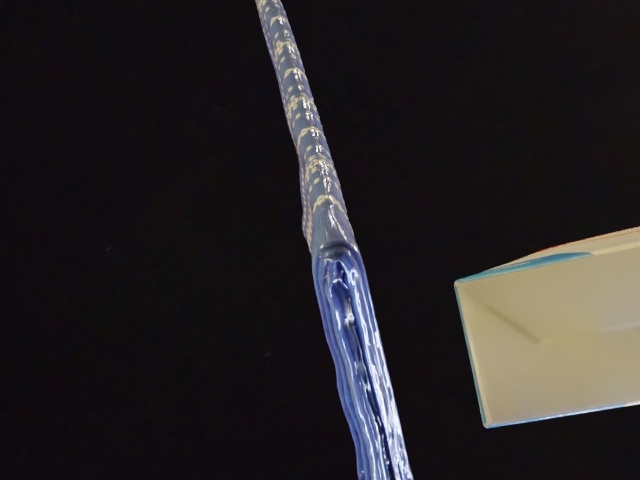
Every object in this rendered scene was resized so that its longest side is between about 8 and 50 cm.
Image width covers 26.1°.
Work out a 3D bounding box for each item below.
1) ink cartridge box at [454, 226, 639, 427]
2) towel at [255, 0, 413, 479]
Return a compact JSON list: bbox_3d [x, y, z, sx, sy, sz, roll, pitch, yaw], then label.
[{"bbox_3d":[0.172,0.034,0.751,0.231,0.134,0.078,-12,-91,-68],"label":"ink cartridge box"},{"bbox_3d":[0.000,0.000,0.949,0.040,0.336,0.243,-14,-52,-1],"label":"towel"}]
